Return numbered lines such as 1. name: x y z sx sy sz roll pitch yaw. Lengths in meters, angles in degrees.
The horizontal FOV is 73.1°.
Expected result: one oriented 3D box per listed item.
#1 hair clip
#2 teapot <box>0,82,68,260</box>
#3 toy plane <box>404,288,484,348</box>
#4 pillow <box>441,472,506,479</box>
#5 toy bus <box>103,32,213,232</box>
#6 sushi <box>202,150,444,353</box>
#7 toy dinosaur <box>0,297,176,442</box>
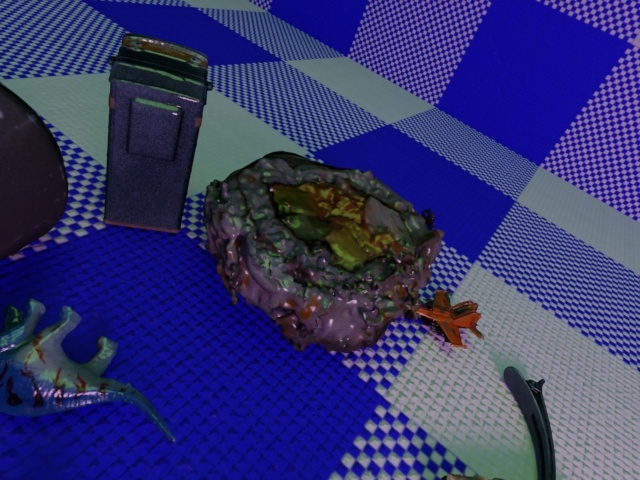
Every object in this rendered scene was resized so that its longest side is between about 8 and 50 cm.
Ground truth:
1. hair clip: 0.327 0.296 0.649 0.070 0.039 0.229 23 37 -4
2. teapot: -0.472 -0.016 0.435 0.300 0.253 0.344 -11 37 15
3. toy plane: 0.199 0.134 0.773 0.188 0.062 0.135 4 38 -4
4. pillow: 0.254 0.357 0.512 0.233 0.043 0.126 15 49 -11
5. toy bus: -0.264 -0.157 0.685 0.139 0.275 0.167 9 40 -21
6. sushi: 0.000 0.003 0.717 0.418 0.175 0.417 14 36 -11
7. toy dinosaur: -0.309 0.128 0.467 0.329 0.076 0.144 11 48 -11
